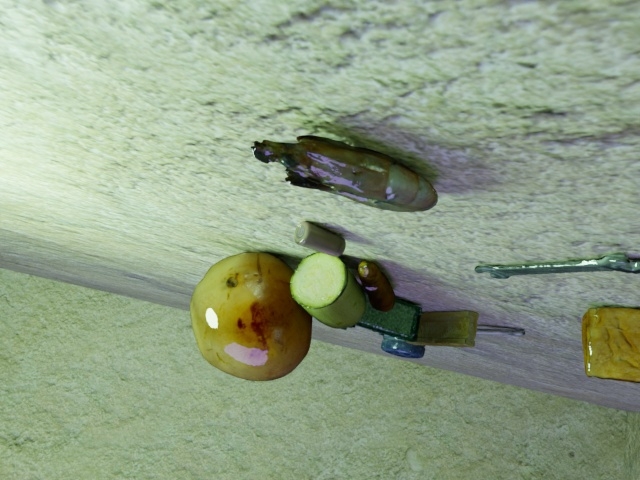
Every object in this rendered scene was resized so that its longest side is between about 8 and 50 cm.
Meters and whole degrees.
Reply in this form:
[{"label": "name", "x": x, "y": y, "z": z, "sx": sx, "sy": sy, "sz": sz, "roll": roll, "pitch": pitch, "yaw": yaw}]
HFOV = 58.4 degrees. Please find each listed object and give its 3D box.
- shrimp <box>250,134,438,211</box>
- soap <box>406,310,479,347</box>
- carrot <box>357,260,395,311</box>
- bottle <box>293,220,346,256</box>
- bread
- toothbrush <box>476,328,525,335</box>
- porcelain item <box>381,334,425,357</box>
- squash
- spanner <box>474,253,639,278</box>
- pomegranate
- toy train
[{"label": "shrimp", "x": 0.027, "y": -0.083, "z": 0.709, "sx": 0.254, "sy": 0.059, "sz": 0.145, "roll": 12, "pitch": 176, "yaw": -18}, {"label": "soap", "x": 0.331, "y": 0.244, "z": 1.583, "sx": 0.037, "sy": 0.092, "sz": 0.252, "roll": 22, "pitch": 162, "yaw": -25}, {"label": "carrot", "x": 0.126, "y": 0.099, "z": 1.297, "sx": 0.066, "sy": 0.066, "sz": 0.314, "roll": 8, "pitch": 161, "yaw": 17}, {"label": "bottle", "x": 0.000, "y": 0.000, "z": 1.050, "sx": 0.096, "sy": 0.045, "sz": 0.045, "roll": 22, "pitch": 162, "yaw": -35}, {"label": "bread", "x": 0.609, "y": 0.214, "z": 1.148, "sx": 0.158, "sy": 0.143, "sz": 0.149, "roll": 7, "pitch": 171, "yaw": 19}, {"label": "toothbrush", "x": 0.397, "y": 0.257, "z": 1.703, "sx": 0.417, "sy": 0.040, "sz": 0.042, "roll": -5, "pitch": 173, "yaw": 38}, {"label": "porcelain item", "x": 0.277, "y": 0.326, "z": 1.890, "sx": 0.147, "sy": 0.114, "sz": 0.147, "roll": 13, "pitch": 166, "yaw": 3}, {"label": "squash", "x": 0.036, "y": 0.128, "z": 1.289, "sx": 0.132, "sy": 0.133, "sz": 0.247, "roll": 6, "pitch": 159, "yaw": 24}, {"label": "spanner", "x": 0.382, "y": 0.045, "z": 0.956, "sx": 0.071, "sy": 0.018, "sz": 0.301, "roll": 21, "pitch": 164, "yaw": -29}, {"label": "pomegranate", "x": -0.158, "y": 0.186, "z": 1.347, "sx": 0.318, "sy": 0.320, "sz": 0.319, "roll": 12, "pitch": 165, "yaw": 3}, {"label": "toy train", "x": 0.143, "y": 0.205, "z": 1.554, "sx": 0.269, "sy": 0.115, "sz": 0.154, "roll": 20, "pitch": 169, "yaw": -24}]
